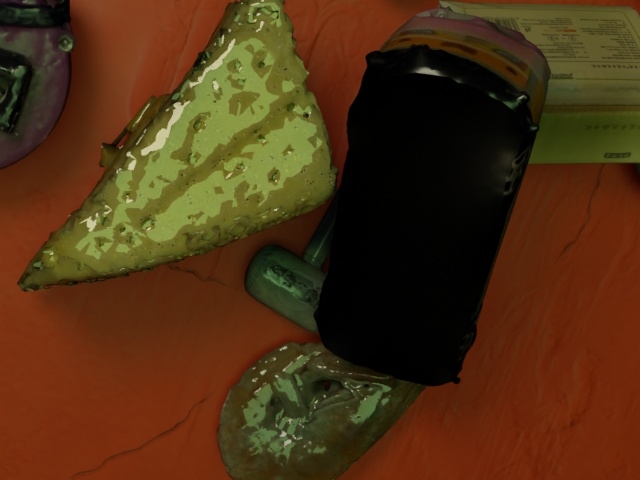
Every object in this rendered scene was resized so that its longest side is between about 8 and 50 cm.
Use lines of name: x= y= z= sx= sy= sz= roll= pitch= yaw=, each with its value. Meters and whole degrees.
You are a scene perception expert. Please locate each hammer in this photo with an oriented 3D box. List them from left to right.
hammer: x=0.000 y=0.000 z=1.038 sx=0.116 sy=0.069 sz=0.194 roll=31 pitch=83 yaw=-11

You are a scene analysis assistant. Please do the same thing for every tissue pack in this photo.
tissue pack: x=0.240 y=-0.173 z=0.991 sx=0.234 sy=0.159 sz=0.125 roll=-2 pitch=139 yaw=-10

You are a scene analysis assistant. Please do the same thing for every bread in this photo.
bread: x=-0.166 y=-0.104 z=0.902 sx=0.315 sy=0.248 sz=0.279 roll=-11 pitch=99 yaw=-17

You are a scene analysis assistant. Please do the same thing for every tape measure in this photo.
tape measure: x=-0.369 y=-0.184 z=0.887 sx=0.245 sy=0.149 sz=0.232 roll=15 pitch=101 yaw=-26

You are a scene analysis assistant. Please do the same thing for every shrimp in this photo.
shrimp: x=0.014 y=0.172 z=1.053 sx=0.317 sy=0.077 sz=0.168 roll=-44 pitch=99 yaw=1

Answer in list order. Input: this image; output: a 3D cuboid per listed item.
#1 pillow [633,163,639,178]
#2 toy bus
pillow: x=0.485 y=-0.147 z=1.094 sx=0.169 sy=0.059 sz=0.255 roll=43 pitch=88 yaw=-12
toy bus: x=0.106 y=-0.046 z=0.883 sx=0.171 sy=0.162 sz=0.386 roll=17 pitch=135 yaw=10
